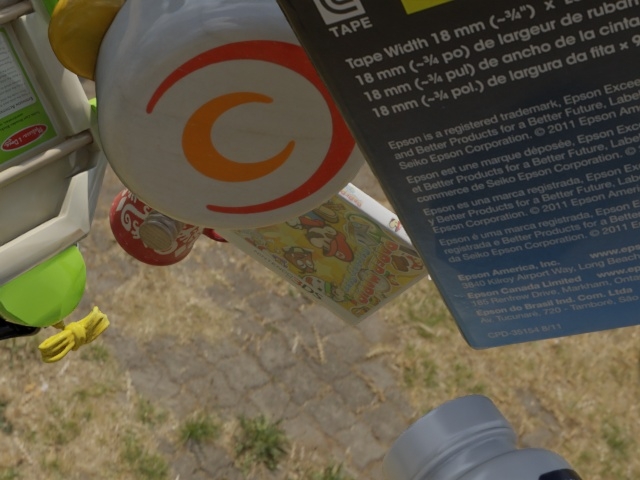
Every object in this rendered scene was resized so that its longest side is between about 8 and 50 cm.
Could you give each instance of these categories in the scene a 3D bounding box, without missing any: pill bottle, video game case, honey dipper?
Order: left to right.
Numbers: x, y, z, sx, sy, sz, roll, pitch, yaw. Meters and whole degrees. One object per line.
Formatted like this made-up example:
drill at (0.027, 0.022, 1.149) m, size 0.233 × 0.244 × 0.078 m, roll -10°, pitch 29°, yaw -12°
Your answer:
honey dipper at (-0.103, -0.053, 0.797) m, size 0.030 × 0.030 × 0.161 m, roll 26°, pitch 45°, yaw 1°
video game case at (0.000, 0.000, 1.034) m, size 0.206 × 0.227 × 0.026 m, roll 35°, pitch 60°, yaw -6°
pill bottle at (0.100, 0.159, 0.448) m, size 0.094 × 0.094 × 0.169 m, roll -7°, pitch 46°, yaw -32°

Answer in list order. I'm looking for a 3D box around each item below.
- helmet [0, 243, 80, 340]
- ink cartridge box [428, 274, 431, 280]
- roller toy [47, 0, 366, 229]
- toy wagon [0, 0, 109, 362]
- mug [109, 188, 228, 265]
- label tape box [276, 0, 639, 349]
helmet at (-0.315, 0.016, 0.917) m, size 0.161 × 0.169 × 0.169 m, roll -11°, pitch 50°, yaw -17°
ink cartridge box at (0.174, -0.016, 0.816) m, size 0.179 × 0.045 × 0.145 m, roll 4°, pitch 67°, yaw -6°
roller toy at (-0.062, -0.116, 0.667) m, size 0.209 × 0.191 × 0.146 m, roll -20°, pitch 46°, yaw 5°
toy wagon at (-0.280, -0.059, 0.764) m, size 0.267 × 0.068 × 0.344 m, roll -35°, pitch 112°, yaw -37°
mug at (-0.150, -0.060, 1.122) m, size 0.150 × 0.169 × 0.113 m, roll -10°, pitch 68°, yaw -38°
label tape box at (0.129, -0.100, 0.432) m, size 0.240 × 0.334 × 0.106 m, roll -12°, pitch 43°, yaw 23°
